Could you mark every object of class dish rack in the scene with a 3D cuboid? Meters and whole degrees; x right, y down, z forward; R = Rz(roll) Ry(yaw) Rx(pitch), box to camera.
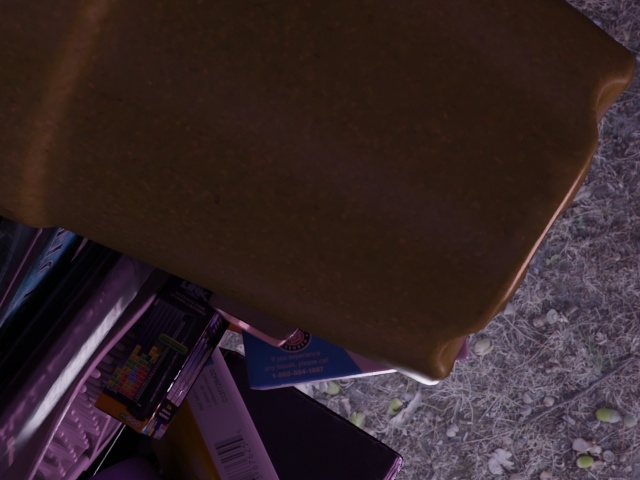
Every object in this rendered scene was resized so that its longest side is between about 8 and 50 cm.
[{"bbox_3d":[-0.211,0.124,1.122,0.286,0.072,0.333,-59,178,27],"label":"dish rack"}]

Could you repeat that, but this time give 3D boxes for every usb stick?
[{"bbox_3d":[-0.166,0.059,0.841,0.278,0.045,0.077,-57,178,-35],"label":"usb stick"}]

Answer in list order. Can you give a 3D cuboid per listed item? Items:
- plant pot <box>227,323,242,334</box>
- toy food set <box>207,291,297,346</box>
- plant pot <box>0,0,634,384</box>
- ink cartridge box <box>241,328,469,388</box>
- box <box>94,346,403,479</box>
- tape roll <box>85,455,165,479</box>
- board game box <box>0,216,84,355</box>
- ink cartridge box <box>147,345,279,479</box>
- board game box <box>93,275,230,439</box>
[{"bbox_3d":[-0.045,0.011,1.634,0.291,0.203,0.291,-59,179,-2],"label":"plant pot"},{"bbox_3d":[0.013,-0.022,0.967,0.220,0.092,0.306,-62,178,-6],"label":"toy food set"},{"bbox_3d":[-0.008,-0.071,0.607,0.276,0.254,0.276,-59,179,-2],"label":"plant pot"},{"bbox_3d":[0.014,-0.006,1.220,0.197,0.198,0.270,97,-16,-83],"label":"ink cartridge box"},{"bbox_3d":[-0.175,0.420,1.898,0.472,0.297,0.480,-57,-168,-10],"label":"box"},{"bbox_3d":[-0.275,0.358,1.427,0.275,0.090,0.275,-38,166,-11],"label":"tape roll"},{"bbox_3d":[-0.179,0.008,0.812,0.186,0.026,0.126,-59,178,16],"label":"board game box"},{"bbox_3d":[-0.148,0.239,1.502,0.072,0.304,0.307,-18,157,-26],"label":"ink cartridge box"},{"bbox_3d":[-0.127,0.096,1.105,0.141,0.048,0.170,-60,177,-11],"label":"board game box"}]
